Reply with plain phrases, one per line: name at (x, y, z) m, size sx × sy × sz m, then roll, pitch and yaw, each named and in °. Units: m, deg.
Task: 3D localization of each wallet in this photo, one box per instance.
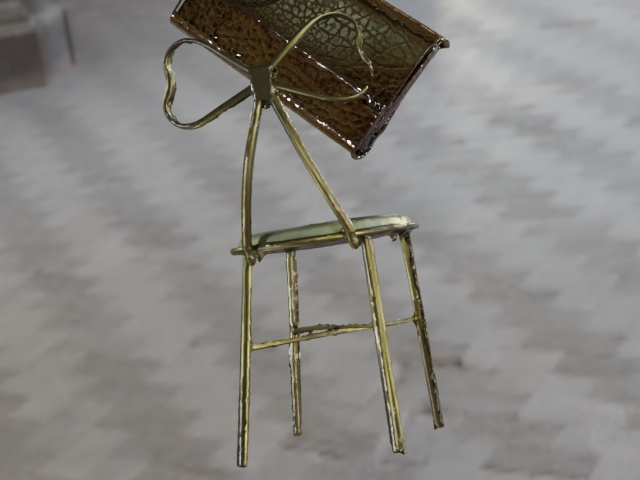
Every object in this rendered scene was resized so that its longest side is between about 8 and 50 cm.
wallet at (-0.015, -0.187, 1.592) m, size 0.243 × 0.039 × 0.133 m, roll 38°, pitch 88°, yaw 30°

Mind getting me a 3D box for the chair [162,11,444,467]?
chair at (0.000, 0.000, 1.366) m, size 0.160 × 0.326 × 0.170 m, roll -8°, pitch 1°, yaw 19°
